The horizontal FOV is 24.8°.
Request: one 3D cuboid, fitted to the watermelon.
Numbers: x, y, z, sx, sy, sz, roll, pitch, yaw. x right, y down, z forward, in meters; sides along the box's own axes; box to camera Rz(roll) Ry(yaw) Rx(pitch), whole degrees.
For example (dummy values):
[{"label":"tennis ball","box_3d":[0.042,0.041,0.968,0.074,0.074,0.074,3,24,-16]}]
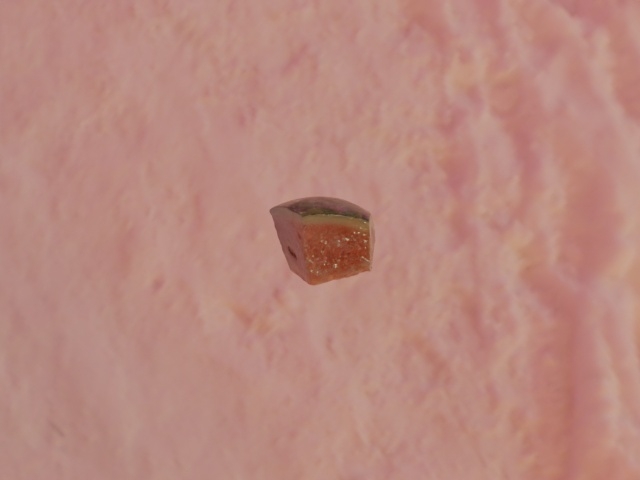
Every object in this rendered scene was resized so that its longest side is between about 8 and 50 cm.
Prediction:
[{"label":"watermelon","box_3d":[0.005,-0.003,1.184,0.092,0.085,0.072,20,58,-69]}]
